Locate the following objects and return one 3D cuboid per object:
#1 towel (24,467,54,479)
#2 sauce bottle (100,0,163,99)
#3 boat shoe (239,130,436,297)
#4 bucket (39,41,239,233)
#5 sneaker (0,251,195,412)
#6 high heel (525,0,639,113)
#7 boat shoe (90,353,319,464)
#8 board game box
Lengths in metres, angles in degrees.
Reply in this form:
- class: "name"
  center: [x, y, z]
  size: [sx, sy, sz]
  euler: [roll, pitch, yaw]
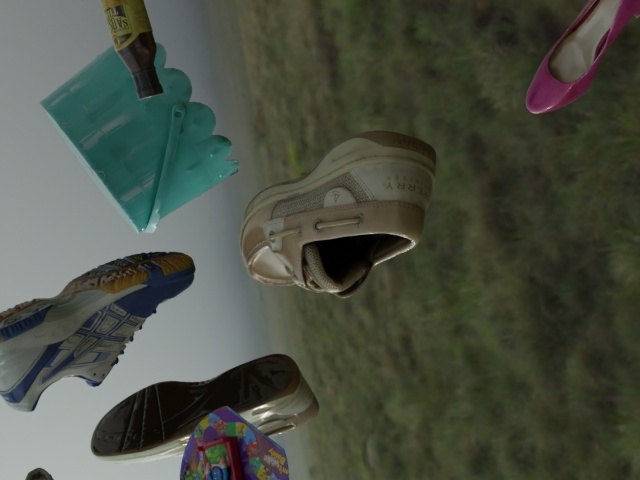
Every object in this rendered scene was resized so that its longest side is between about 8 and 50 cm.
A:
- class: "towel"
  center: [-0.320, 0.428, 1.196]
  size: [0.187, 0.049, 0.282]
  euler: [111, 151, -57]
- class: "sauce bottle"
  center: [-0.182, -0.200, 0.991]
  size: [0.042, 0.042, 0.128]
  euler: [-125, 17, -82]
- class: "boat shoe"
  center: [0.000, 0.000, 1.055]
  size: [0.341, 0.122, 0.110]
  euler: [142, 136, -60]
- class: "bucket"
  center: [-0.269, -0.155, 1.522]
  size: [0.281, 0.183, 0.281]
  euler: [51, 170, 12]
- class: "sneaker"
  center: [-0.288, 0.114, 1.325]
  size: [0.112, 0.296, 0.131]
  euler: [17, 128, 64]
- class: "high heel"
  center: [0.354, -0.270, 1.395]
  size: [0.117, 0.244, 0.082]
  euler: [0, -128, -57]
- class: "boat shoe"
  center: [-0.150, 0.236, 1.319]
  size: [0.109, 0.302, 0.098]
  euler: [-94, -21, -49]
- class: "board game box"
  center: [-0.108, 0.267, 1.148]
  size: [0.169, 0.033, 0.133]
  euler: [29, 100, 38]
